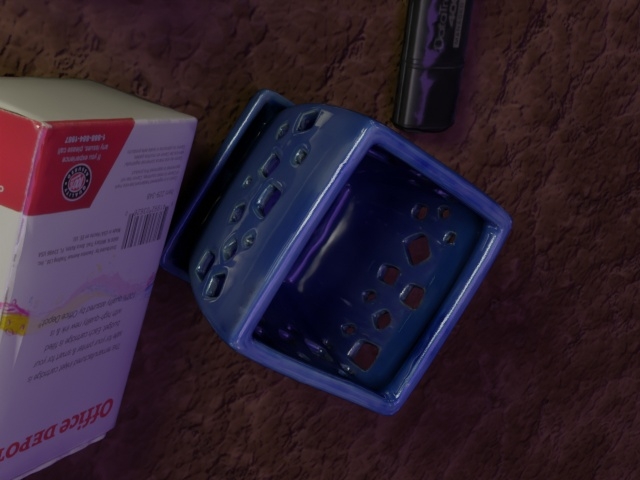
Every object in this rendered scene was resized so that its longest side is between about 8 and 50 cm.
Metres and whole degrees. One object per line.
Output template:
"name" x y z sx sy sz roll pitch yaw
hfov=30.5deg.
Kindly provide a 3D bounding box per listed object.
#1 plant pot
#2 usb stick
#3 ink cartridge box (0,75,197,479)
"plant pot" 0.000 0.000 1.128 0.236 0.212 0.236 30 91 -42
"usb stick" 0.124 -0.244 1.216 0.077 0.045 0.278 -5 114 -28
"ink cartridge box" -0.240 0.026 0.962 0.226 0.131 0.306 -15 126 -67
